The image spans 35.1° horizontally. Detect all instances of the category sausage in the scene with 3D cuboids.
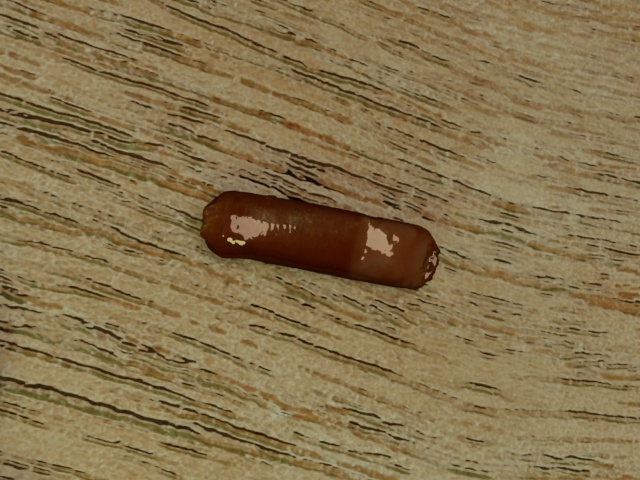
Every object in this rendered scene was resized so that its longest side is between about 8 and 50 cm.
[{"bbox_3d":[0.000,-0.001,1.411,0.348,0.094,0.097,11,92,-18],"label":"sausage"}]
